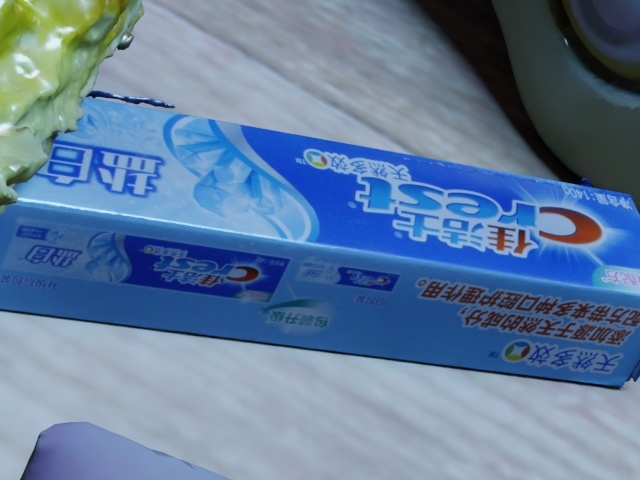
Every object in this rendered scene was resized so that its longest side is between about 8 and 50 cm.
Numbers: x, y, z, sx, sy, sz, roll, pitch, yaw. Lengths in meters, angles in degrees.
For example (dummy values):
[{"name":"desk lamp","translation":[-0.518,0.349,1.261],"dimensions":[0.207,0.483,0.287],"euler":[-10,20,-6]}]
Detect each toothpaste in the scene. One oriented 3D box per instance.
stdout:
[{"name":"toothpaste","translation":[0.000,0.000,0.684],"dimensions":[0.272,0.053,0.066],"euler":[9,38,-25]}]

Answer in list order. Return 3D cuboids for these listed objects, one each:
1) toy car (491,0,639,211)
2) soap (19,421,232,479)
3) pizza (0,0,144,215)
[{"name":"toy car","translation":[0.150,-0.166,0.901],"dimensions":[0.242,0.226,0.336],"euler":[-23,72,-29]},{"name":"soap","translation":[0.024,0.203,0.383],"dimensions":[0.285,0.107,0.296],"euler":[23,35,-4]},{"name":"pizza","translation":[-0.138,-0.063,0.589],"dimensions":[0.280,0.075,0.287],"euler":[-11,46,-12]}]
